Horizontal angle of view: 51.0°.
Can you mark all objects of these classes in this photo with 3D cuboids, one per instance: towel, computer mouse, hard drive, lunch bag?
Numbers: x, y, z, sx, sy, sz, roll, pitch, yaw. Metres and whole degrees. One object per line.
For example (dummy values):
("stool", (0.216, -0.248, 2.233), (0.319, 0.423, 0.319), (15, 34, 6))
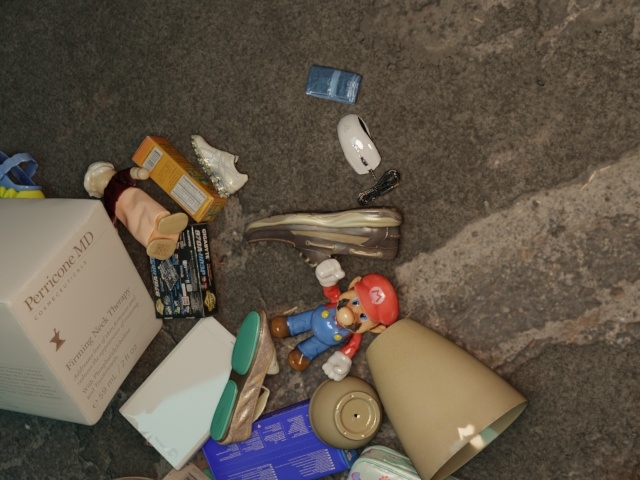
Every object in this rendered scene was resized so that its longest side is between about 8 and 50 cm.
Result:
("towel", (0.027, -0.334, 1.436), (0.120, 0.029, 0.067), (17, 101, 20))
("computer mouse", (0.087, -0.178, 1.423), (0.106, 0.042, 0.192), (-30, 85, 23))
("hard drive", (-0.295, 0.349, 1.574), (0.203, 0.040, 0.307), (40, 84, 14))
("lunch bag", (0.184, 0.577, 1.433), (0.279, 0.108, 0.223), (19, 98, 18))

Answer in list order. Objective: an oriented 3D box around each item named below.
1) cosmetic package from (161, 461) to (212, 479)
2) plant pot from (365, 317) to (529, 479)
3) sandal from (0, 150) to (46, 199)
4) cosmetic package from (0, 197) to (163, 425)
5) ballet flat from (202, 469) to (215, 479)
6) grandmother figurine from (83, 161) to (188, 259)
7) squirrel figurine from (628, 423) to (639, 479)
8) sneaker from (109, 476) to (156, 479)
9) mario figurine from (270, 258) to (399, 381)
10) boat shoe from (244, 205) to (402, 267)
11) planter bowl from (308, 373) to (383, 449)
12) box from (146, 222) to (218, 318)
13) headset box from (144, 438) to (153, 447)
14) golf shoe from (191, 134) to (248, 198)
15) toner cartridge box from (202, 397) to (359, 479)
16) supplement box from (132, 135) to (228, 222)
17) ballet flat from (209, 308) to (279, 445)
("cosmetic package", (-0.392, 0.673, 1.557), (0.113, 0.160, 0.309), (40, 100, 6))
("plant pot", (0.221, 0.294, 1.331), (0.256, 0.257, 0.274), (-50, 62, 19))
("sandal", (-0.862, -0.176, 1.776), (0.318, 0.126, 0.138), (9, 96, 13))
("cosmetic package", (-0.630, 0.154, 1.516), (0.328, 0.329, 0.393), (3, 132, 23))
("ballet flat", (-0.251, 0.612, 1.657), (0.114, 0.041, 0.041), (35, 108, 15))
("grandmother figurine", (-0.455, -0.084, 1.586), (0.342, 0.104, 0.207), (39, 99, 34))
("squirrel figurine", (0.674, 0.432, 1.170), (0.371, 0.281, 0.396), (-7, 79, 33))
("sneaker", (-0.421, 0.696, 1.693), (0.296, 0.104, 0.146), (8, 94, 17))
("mario figurine", (0.021, 0.168, 1.398), (0.198, 0.170, 0.321), (38, 130, -24))
("boat shoe", (0.000, 0.000, 1.431), (0.356, 0.132, 0.130), (-3, 95, 24))
("planter bowl", (0.065, 0.366, 1.416), (0.162, 0.109, 0.161), (2, 81, -14))
("box", (-0.332, 0.076, 1.594), (0.175, 0.051, 0.220), (-7, 92, 37))
("headset box", (-0.395, 0.498, 1.685), (0.083, 0.062, 0.032), (11, 100, 20))
("golf shoe", (-0.233, -0.183, 1.553), (0.086, 0.069, 0.176), (-31, 75, -10))
("toner cartridge box", (-0.099, 0.484, 1.555), (0.348, 0.075, 0.165), (-24, 88, 23))
("supplement box", (-0.330, -0.144, 1.578), (0.233, 0.078, 0.080), (45, 107, 11))
("ballet flat", (-0.155, 0.307, 1.504), (0.108, 0.106, 0.315), (27, 99, 56))
